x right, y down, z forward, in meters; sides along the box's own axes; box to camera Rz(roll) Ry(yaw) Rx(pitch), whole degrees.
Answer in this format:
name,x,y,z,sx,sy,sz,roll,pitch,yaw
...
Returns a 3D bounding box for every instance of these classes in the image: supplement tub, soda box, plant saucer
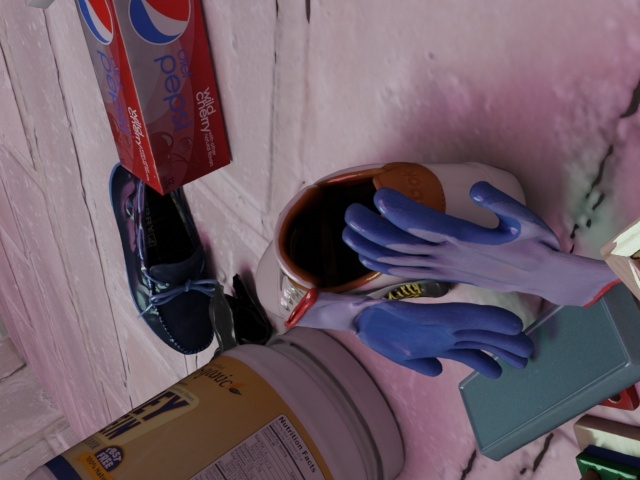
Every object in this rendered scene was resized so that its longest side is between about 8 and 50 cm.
name,x,y,z,sx,sy,sz,roll,pitch,yaw
supplement tub,-0.097,0.243,0.721,0.228,0.316,0.228,38,144,34
soda box,-0.159,-0.181,0.681,0.092,0.083,0.263,32,141,41
plant saucer,0.142,0.088,0.484,0.192,0.018,0.067,120,141,-54

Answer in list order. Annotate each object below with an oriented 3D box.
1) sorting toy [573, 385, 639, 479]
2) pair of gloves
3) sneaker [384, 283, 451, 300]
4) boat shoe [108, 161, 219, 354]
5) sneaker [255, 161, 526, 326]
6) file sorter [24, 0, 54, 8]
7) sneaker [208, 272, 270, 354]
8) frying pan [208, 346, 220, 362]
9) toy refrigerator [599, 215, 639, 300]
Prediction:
name,x,y,z,sx,sy,sz,roll,pitch,yaw
sorting toy,0.216,0.179,0.453,0.132,0.046,0.275,1,116,57
pair of gloves,0.072,0.033,0.425,0.198,0.159,0.023,122,157,-55
sneaker,0.066,0.035,0.571,0.083,0.035,0.031,-3,114,58
boat shoe,-0.190,0.028,0.897,0.089,0.109,0.258,4,122,52
sneaker,0.000,0.000,0.531,0.290,0.123,0.106,-26,65,56
file sorter,-0.217,-0.301,0.470,0.277,0.173,0.193,-13,86,48
sneaker,-0.089,0.119,0.873,0.089,0.051,0.170,2,114,62
frying pan,-0.070,0.293,1.011,0.326,0.053,0.197,60,152,7
toy refrigerator,0.212,-0.036,0.216,0.102,0.094,0.269,52,151,13
